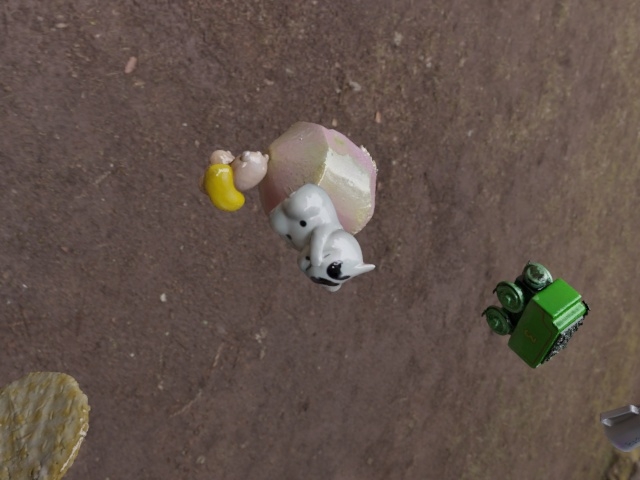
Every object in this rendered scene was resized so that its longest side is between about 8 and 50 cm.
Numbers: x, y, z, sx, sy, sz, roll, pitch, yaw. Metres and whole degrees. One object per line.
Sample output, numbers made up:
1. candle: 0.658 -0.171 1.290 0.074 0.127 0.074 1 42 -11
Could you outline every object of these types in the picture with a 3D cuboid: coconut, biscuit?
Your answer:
1. coconut: -0.015 -0.128 1.273 0.245 0.233 0.233 27 84 -34
2. biscuit: -0.413 0.275 0.831 0.219 0.220 0.033 -51 141 -22

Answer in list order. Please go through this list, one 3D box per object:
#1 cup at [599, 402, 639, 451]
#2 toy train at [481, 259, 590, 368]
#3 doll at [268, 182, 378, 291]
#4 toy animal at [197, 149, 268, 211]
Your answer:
1. cup: 0.614 0.358 1.209 0.116 0.104 0.074 -59 -174 47
2. toy train: 0.501 0.173 1.434 0.133 0.188 0.243 -30 146 -25
3. doll: -0.005 -0.005 0.995 0.107 0.110 0.180 -21 79 -52
4. toy animal: -0.143 -0.108 0.933 0.114 0.082 0.091 -47 142 13
